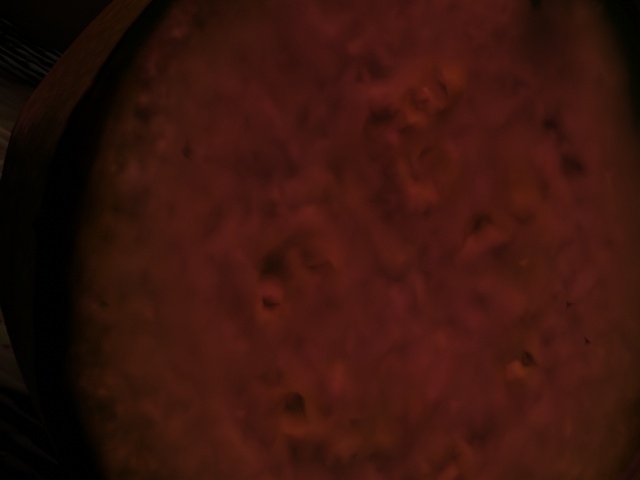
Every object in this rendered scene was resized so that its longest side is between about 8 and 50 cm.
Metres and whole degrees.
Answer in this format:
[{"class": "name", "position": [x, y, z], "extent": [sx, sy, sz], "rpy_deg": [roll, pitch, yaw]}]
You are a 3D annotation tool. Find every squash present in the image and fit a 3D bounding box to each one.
[{"class": "squash", "position": [0.000, 0.000, 0.457], "extent": [0.170, 0.170, 0.123], "rpy_deg": [23, 0, -27]}]

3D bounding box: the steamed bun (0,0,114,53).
[{"class": "steamed bun", "position": [-0.038, -0.215, 0.952], "extent": [0.206, 0.324, 0.324], "rpy_deg": [49, 11, -2]}]
